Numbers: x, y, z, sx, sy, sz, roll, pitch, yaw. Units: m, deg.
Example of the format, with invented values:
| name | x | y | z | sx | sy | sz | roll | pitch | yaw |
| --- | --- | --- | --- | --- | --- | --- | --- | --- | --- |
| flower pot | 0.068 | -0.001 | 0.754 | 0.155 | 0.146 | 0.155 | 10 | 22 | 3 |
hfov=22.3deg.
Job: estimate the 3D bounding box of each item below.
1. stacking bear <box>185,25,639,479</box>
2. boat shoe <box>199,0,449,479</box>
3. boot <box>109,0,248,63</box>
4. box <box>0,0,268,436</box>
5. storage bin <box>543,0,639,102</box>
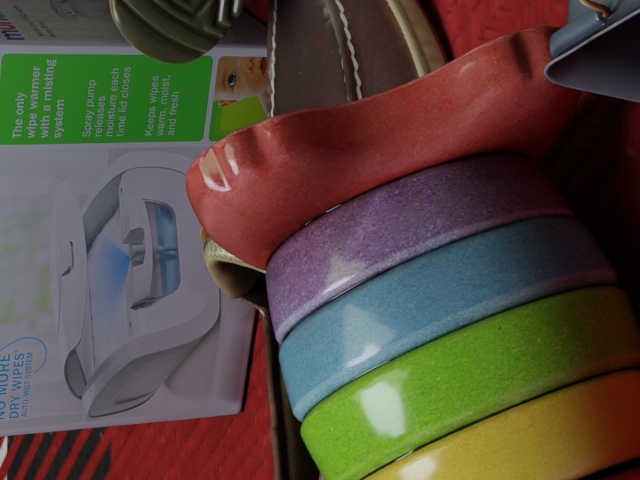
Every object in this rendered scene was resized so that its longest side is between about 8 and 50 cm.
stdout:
| name | x | y | z | sx | sy | sz | roll | pitch | yaw |
| --- | --- | --- | --- | --- | --- | --- | --- | --- | --- |
| stacking bear | 0.076 | 0.086 | 0.685 | 0.164 | 0.175 | 0.289 | 97 | 152 | -74 |
| boat shoe | 0.000 | 0.000 | 0.844 | 0.123 | 0.123 | 0.342 | -25 | 69 | 60 |
| boot | -0.056 | -0.229 | 0.950 | 0.236 | 0.089 | 0.269 | -45 | 22 | 8 |
| box | -0.161 | -0.021 | 1.036 | 0.127 | 0.231 | 0.262 | 42 | 128 | 54 |
| storage bin | 0.142 | -0.117 | 0.609 | 0.135 | 0.098 | 0.091 | -30 | 56 | 59 |
